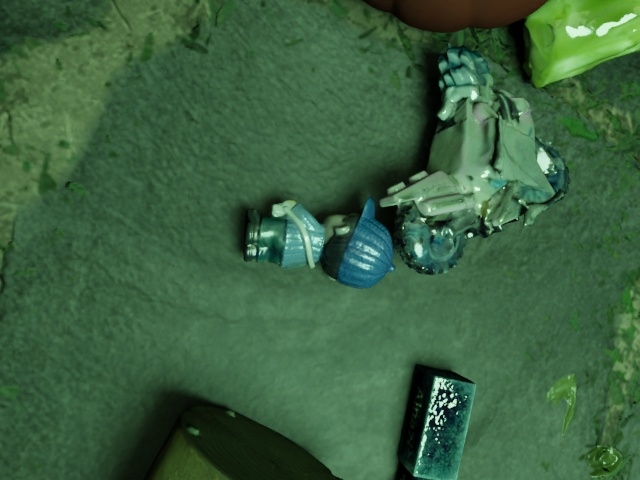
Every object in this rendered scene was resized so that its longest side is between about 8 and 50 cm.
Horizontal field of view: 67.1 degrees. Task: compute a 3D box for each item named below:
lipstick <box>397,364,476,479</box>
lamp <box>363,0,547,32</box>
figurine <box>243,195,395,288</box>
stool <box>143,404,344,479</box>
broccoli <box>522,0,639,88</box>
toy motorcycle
[{"bbox_3d":[0.095,0.291,0.496,0.051,0.051,0.313,14,87,-13],"label":"lipstick"},{"bbox_3d":[0.130,-0.342,0.416,0.302,0.257,0.303,7,116,14],"label":"lamp"},{"bbox_3d":[0.000,0.000,0.475,0.149,0.087,0.086,4,124,-11],"label":"figurine"},{"bbox_3d":[-0.100,0.296,0.388,0.179,0.179,0.264,30,83,-9],"label":"stool"},{"bbox_3d":[0.444,-0.274,0.507,0.353,0.397,0.275,23,45,-30],"label":"broccoli"},{"bbox_3d":[0.147,-0.096,0.496,0.239,0.108,0.204,-30,99,-40],"label":"toy motorcycle"}]
